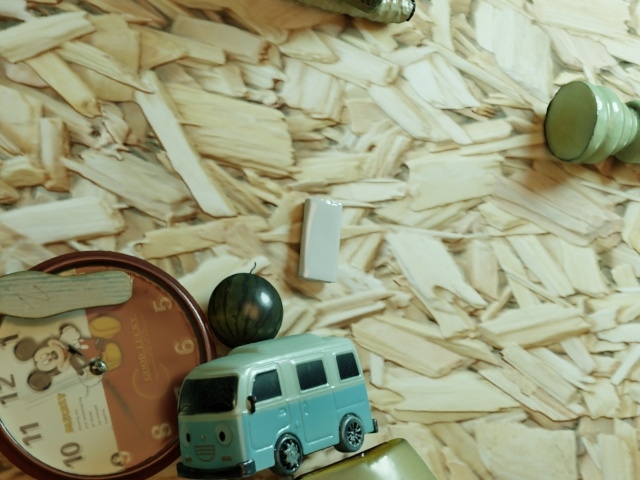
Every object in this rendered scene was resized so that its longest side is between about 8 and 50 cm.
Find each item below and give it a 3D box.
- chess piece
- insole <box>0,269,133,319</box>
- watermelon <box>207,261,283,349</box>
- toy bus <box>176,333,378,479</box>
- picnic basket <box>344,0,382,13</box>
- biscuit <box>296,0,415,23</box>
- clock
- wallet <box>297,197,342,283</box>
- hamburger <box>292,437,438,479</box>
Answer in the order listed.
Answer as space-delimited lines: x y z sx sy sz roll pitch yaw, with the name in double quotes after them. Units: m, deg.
0.503 -0.182 1.731 0.243 0.133 0.133 5 79 -28 "chess piece"
-0.334 0.066 1.338 0.188 0.004 0.064 -4 80 -18 "insole"
-0.102 0.087 1.452 0.105 0.105 0.133 15 60 -19 "watermelon"
-0.061 0.213 1.368 0.271 0.133 0.165 -6 87 -50 "toy bus"
0.071 -0.489 1.558 0.165 0.139 0.267 27 59 -10 "picnic basket"
0.040 -0.375 1.608 0.219 0.061 0.055 9 105 -22 "biscuit"
-0.292 0.167 1.373 0.318 0.080 0.318 4 77 -17 "clock"
0.000 0.000 1.546 0.061 0.025 0.122 9 78 -18 "wallet"
0.026 0.380 1.360 0.300 0.300 0.176 -19 75 -23 "hamburger"
